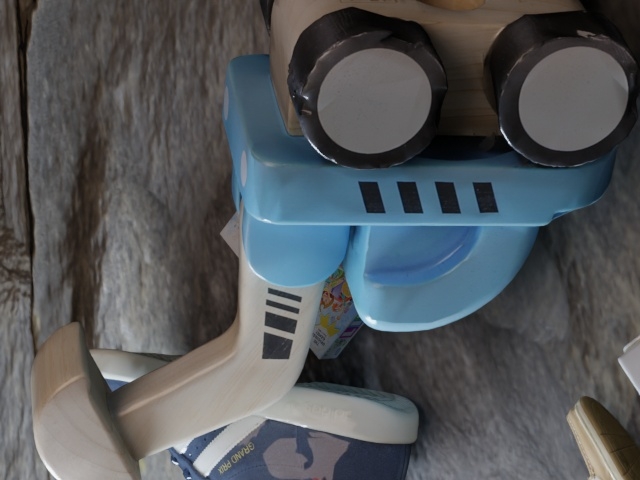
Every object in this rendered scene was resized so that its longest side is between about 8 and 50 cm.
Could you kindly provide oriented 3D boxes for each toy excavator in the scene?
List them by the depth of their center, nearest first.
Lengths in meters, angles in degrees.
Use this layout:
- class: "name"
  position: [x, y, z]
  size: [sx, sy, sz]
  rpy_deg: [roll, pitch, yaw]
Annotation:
- class: "toy excavator"
  position: [0.000, 0.000, 1.441]
  size: [0.222, 0.432, 0.445]
  rpy_deg: [-109, 21, -59]

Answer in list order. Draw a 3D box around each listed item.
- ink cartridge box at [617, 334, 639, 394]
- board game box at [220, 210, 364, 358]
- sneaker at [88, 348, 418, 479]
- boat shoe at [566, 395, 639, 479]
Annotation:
- class: "ink cartridge box"
  position: [0.335, 0.124, 1.333]
  size: [0.154, 0.093, 0.212]
  rpy_deg: [-42, 69, 28]
- class: "board game box"
  position: [-0.009, 0.011, 1.623]
  size: [0.154, 0.026, 0.103]
  rpy_deg: [50, 117, 25]
- class: "sneaker"
  position: [-0.085, 0.180, 1.614]
  size: [0.350, 0.131, 0.148]
  rpy_deg: [9, 91, 35]
- class: "boat shoe"
  position: [0.225, 0.202, 1.431]
  size: [0.059, 0.063, 0.170]
  rpy_deg: [-35, 71, 25]
